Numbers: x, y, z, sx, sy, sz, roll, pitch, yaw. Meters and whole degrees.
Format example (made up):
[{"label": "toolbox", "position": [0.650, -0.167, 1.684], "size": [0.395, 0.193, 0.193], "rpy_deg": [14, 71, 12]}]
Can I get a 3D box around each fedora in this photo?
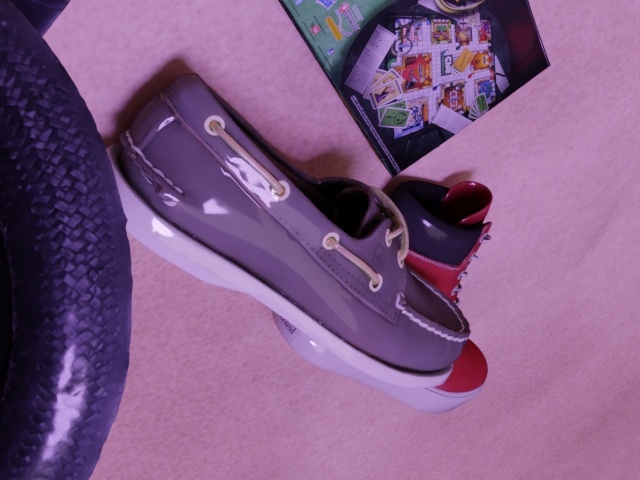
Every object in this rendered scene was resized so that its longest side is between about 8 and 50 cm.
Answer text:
[{"label": "fedora", "position": [-0.222, 0.007, 0.501], "size": [0.334, 0.334, 0.152], "rpy_deg": [-42, 179, 12]}]

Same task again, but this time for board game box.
[{"label": "board game box", "position": [0.054, -0.145, 0.704], "size": [0.136, 0.030, 0.259], "rpy_deg": [-33, 146, 3]}]

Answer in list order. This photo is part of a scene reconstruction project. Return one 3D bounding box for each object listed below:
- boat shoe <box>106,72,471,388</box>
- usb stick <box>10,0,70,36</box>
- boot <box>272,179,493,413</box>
[{"label": "boat shoe", "position": [0.002, 0.002, 0.737], "size": [0.305, 0.109, 0.091], "rpy_deg": [31, 107, -35]}, {"label": "usb stick", "position": [-0.110, -0.171, 0.523], "size": [0.077, 0.045, 0.278], "rpy_deg": [23, 118, -43]}, {"label": "boot", "position": [0.101, 0.042, 0.928], "size": [0.176, 0.088, 0.244], "rpy_deg": [-46, 141, 16]}]
